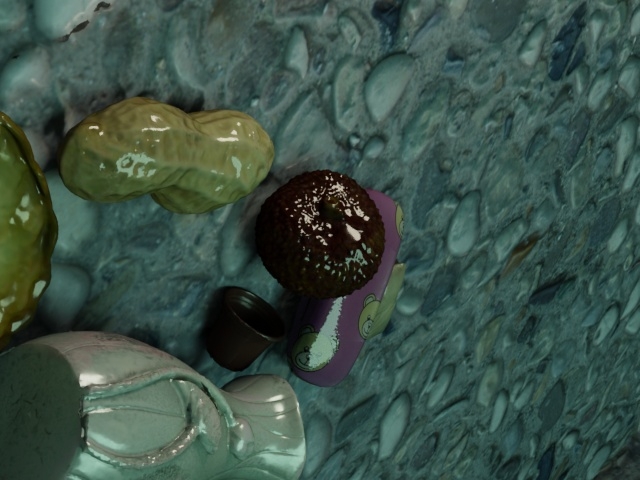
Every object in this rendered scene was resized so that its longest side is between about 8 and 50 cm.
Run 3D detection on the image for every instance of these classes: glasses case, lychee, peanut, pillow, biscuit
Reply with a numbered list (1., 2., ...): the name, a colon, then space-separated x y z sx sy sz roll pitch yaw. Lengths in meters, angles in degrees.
1. glasses case: 0.040 0.073 1.672 0.123 0.076 0.316 28 80 -39
2. lychee: -0.001 -0.005 1.512 0.194 0.194 0.194 -33 140 -34
3. peanut: -0.178 -0.095 1.253 0.298 0.120 0.136 0 111 -51
4. pillow: 0.046 0.116 1.787 0.230 0.050 0.148 -14 118 -44
5. biscuit: -0.416 0.031 1.084 0.335 0.078 0.329 -25 138 -40

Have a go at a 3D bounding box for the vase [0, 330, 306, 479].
1. vase: -0.205 0.241 1.357 0.445 0.250 0.249 18 101 -54

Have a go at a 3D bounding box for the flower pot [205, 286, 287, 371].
1. flower pot: -0.116 0.135 1.550 0.089 0.111 0.111 -53 150 19
